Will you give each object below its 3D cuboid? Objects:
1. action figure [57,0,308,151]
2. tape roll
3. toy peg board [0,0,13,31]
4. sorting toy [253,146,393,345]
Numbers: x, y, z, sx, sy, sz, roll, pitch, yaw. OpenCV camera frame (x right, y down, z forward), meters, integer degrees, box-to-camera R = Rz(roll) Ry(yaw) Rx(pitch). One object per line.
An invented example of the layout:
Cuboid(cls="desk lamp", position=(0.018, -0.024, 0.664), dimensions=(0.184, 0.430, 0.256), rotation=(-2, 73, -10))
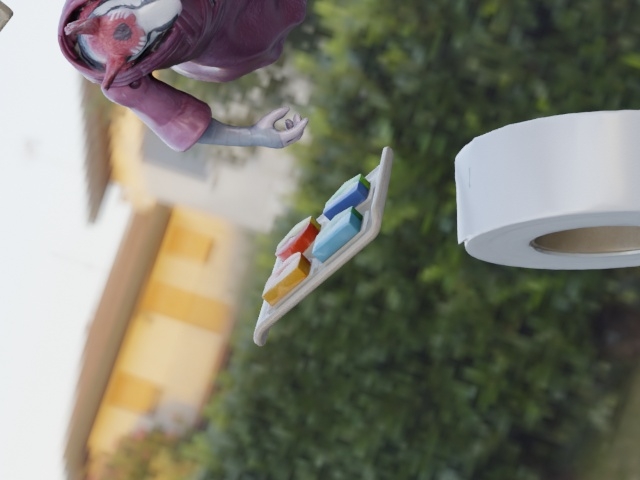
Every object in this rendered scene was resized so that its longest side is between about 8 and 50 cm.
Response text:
Cuboid(cls="action figure", position=(-0.132, -0.209, 1.434), dimensions=(0.370, 0.275, 0.248), rotation=(-38, -47, -62))
Cuboid(cls="tape roll", position=(0.280, -0.045, 1.736), dimensions=(0.286, 0.286, 0.100), rotation=(101, 168, -78))
Cuboid(cls="toy peg board", position=(-0.501, -0.272, 2.191), dimensions=(0.161, 0.160, 0.079), rotation=(-43, 12, 39))
Cuboid(cls="sorting toy", position=(0.000, 0.000, 1.888), dimensions=(0.208, 0.038, 0.193), rotation=(-46, 13, 23))
